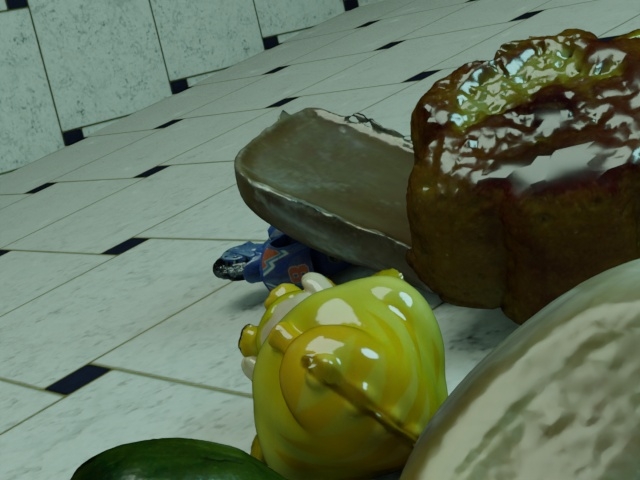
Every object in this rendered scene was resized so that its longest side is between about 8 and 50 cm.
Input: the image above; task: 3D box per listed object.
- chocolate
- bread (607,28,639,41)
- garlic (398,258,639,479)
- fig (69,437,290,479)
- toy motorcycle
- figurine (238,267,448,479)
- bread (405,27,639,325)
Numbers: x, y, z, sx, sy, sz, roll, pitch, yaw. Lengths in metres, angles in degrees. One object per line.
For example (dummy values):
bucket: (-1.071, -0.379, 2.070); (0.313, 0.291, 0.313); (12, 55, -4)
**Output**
chocolate: (0.049, -0.026, 1.102); (0.261, 0.083, 0.161); (24, 41, 27)
bread: (0.280, -0.115, 1.080); (0.132, 0.103, 0.172); (-20, -14, 14)
garlic: (0.144, 0.091, 0.672); (0.318, 0.112, 0.143); (-39, 25, -23)
fig: (-0.057, 0.155, 0.682); (0.177, 0.117, 0.117); (-12, 14, -9)
toy motorcycle: (0.000, 0.000, 1.198); (0.205, 0.076, 0.114); (-23, 24, -20)
figurine: (0.006, 0.084, 0.800); (0.156, 0.131, 0.246); (-55, 19, 1)
bread: (0.173, -0.051, 0.914); (0.246, 0.135, 0.232); (-15, 43, 7)
